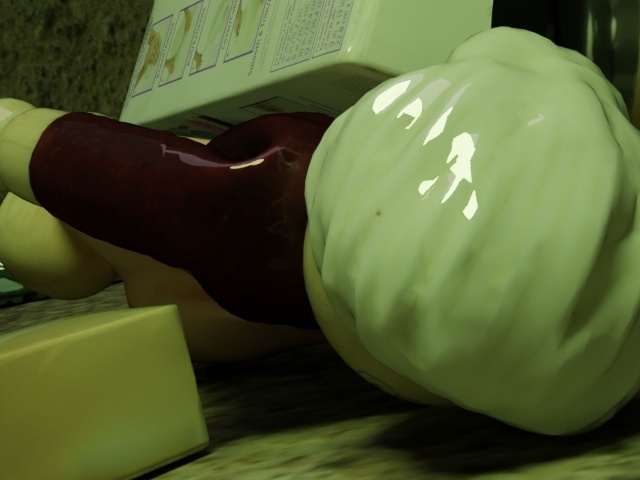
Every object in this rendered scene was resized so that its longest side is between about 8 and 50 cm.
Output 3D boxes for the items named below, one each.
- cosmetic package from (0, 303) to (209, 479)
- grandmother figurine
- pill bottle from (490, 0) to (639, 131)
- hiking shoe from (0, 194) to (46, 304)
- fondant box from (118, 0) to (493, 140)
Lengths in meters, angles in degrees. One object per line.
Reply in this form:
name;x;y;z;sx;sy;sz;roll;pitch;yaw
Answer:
cosmetic package;-0.087;0.048;0.394;0.060;0.041;0.115;-10;4;34
grandmother figurine;0.000;0.000;0.482;0.208;0.104;0.342;0;2;-18
pill bottle;0.180;-0.065;0.579;0.219;0.122;0.123;1;1;-10
hiking shoe;-0.210;-0.024;1.334;0.304;0.132;0.113;-11;3;5
fondant box;0.058;-0.079;0.851;0.238;0.096;0.330;17;-10;-23
